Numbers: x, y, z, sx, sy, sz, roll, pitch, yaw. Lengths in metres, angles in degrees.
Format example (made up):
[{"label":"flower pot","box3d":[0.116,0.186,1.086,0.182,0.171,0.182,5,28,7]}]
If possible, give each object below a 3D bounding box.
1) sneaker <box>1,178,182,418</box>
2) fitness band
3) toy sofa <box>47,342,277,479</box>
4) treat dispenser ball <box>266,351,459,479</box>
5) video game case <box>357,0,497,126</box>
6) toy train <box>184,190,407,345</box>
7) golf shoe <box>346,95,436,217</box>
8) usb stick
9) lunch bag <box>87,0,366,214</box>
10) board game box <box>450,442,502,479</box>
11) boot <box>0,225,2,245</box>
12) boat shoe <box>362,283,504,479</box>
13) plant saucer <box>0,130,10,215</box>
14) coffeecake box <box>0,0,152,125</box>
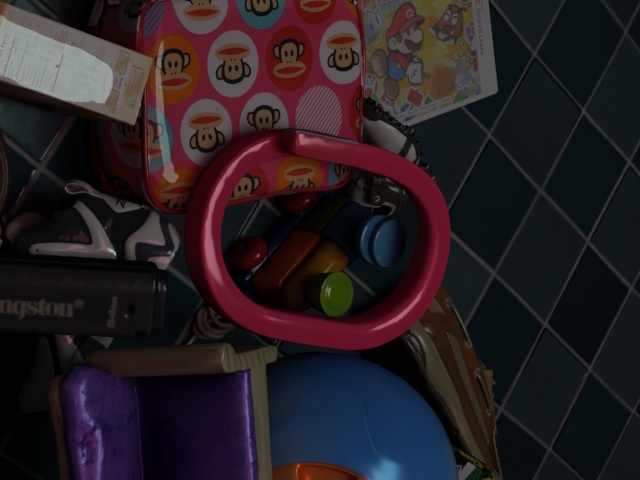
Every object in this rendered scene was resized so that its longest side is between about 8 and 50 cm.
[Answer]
[{"label":"sneaker","box3d":[-0.256,0.045,1.522,0.153,0.094,0.235,35,107,-10]},{"label":"fitness band","box3d":[0.000,0.000,1.581,0.291,0.054,0.209,12,96,-33]},{"label":"toy sofa","box3d":[-0.128,0.275,1.455,0.177,0.150,0.362,-3,89,-66]},{"label":"treat dispenser ball","box3d":[-0.001,0.259,1.650,0.288,0.288,0.288,-10,106,-40]},{"label":"video game case","box3d":[0.109,-0.239,1.818,0.227,0.026,0.206,-22,113,-36]},{"label":"toy train","box3d":[-0.027,0.053,1.680,0.248,0.143,0.105,-49,126,-23]},{"label":"golf shoe","box3d":[0.065,-0.081,1.754,0.094,0.077,0.198,-45,147,-7]},{"label":"usb stick","box3d":[-0.278,0.048,1.443,0.278,0.045,0.077,4,106,-12]},{"label":"lunch bag","box3d":[-0.088,-0.167,1.595,0.293,0.120,0.258,-9,104,-39]},{"label":"board game box","box3d":[0.079,0.338,1.830,0.136,0.030,0.259,32,102,-33]},{"label":"boot","box3d":[-0.332,-0.052,1.411,0.158,0.059,0.084,39,69,-38]},{"label":"boat shoe","box3d":[0.159,0.185,1.891,0.120,0.123,0.324,-43,125,-31]},{"label":"plant saucer","box3d":[-0.349,-0.055,1.451,0.168,0.029,0.168,-11,107,-39]},{"label":"coffeecake box","box3d":[-0.269,-0.163,1.421,0.185,0.142,0.068,17,87,-42]}]
